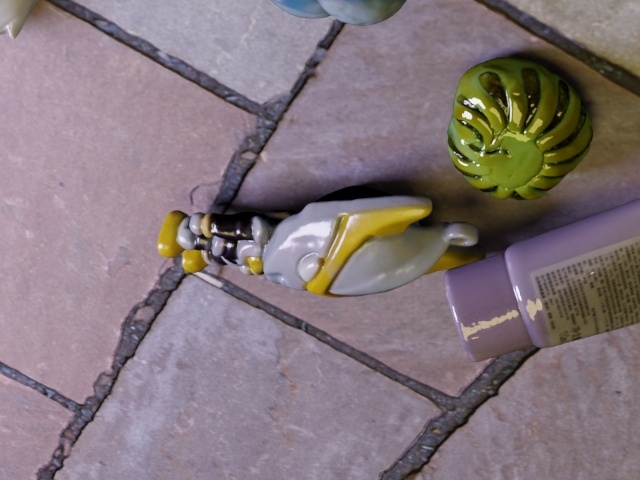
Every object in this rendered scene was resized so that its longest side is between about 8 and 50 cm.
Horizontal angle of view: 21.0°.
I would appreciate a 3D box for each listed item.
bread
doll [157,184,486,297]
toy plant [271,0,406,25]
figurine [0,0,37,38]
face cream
[{"bbox_3d":[0.169,-0.092,1.501,0.130,0.071,0.139,24,136,-10],"label":"bread"},{"bbox_3d":[-0.002,-0.001,1.630,0.316,0.103,0.145,1,137,27],"label":"doll"},{"bbox_3d":[0.004,-0.296,1.274,0.247,0.247,0.332,18,143,3],"label":"toy plant"},{"bbox_3d":[-0.298,-0.218,1.520,0.153,0.132,0.132,-25,121,23],"label":"figurine"},{"bbox_3d":[0.254,0.030,1.566,0.273,0.096,0.154,-17,126,8],"label":"face cream"}]
